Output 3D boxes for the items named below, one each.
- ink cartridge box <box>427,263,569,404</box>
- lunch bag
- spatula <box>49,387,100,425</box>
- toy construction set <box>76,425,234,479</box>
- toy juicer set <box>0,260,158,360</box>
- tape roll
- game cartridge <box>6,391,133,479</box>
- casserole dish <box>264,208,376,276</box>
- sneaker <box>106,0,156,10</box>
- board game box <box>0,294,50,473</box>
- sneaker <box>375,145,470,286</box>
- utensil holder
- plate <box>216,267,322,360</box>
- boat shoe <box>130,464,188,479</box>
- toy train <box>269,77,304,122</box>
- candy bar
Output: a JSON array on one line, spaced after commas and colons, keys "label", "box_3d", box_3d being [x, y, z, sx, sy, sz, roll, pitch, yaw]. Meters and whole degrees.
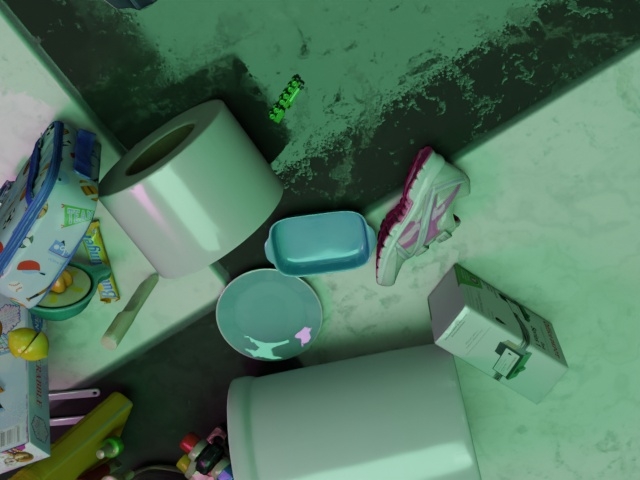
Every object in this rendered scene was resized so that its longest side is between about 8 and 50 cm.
[{"label": "ink cartridge box", "box_3d": [0.298, 0.158, 1.853, 0.219, 0.160, 0.092, 31, 112, -14]}, {"label": "lunch bag", "box_3d": [-0.427, -0.053, 1.695, 0.115, 0.303, 0.243, 27, 108, -22]}, {"label": "spatula", "box_3d": [-0.522, 0.343, 2.052, 0.242, 0.019, 0.168, -5, 116, 0]}, {"label": "toy construction set", "box_3d": [-0.249, 0.432, 1.979, 0.309, 0.237, 0.257, 14, 101, 15]}, {"label": "toy juicer set", "box_3d": [-0.432, 0.103, 1.787, 0.329, 0.209, 0.089, 0, 126, -7]}, {"label": "tape roll", "box_3d": [-0.202, -0.080, 1.702, 0.246, 0.246, 0.169, -30, 111, 16]}, {"label": "game cartridge", "box_3d": [-0.474, 0.444, 1.920, 0.053, 0.324, 0.285, 33, 121, 13]}, {"label": "casserole dish", "box_3d": [0.000, 0.000, 1.852, 0.189, 0.037, 0.114, -8, 116, 5]}, {"label": "sneaker", "box_3d": [-0.293, -0.448, 1.609, 0.163, 0.086, 0.226, -25, 114, 11]}, {"label": "board game box", "box_3d": [-0.611, 0.263, 1.852, 0.319, 0.318, 0.066, -20, 143, 12]}, {"label": "sneaker", "box_3d": [0.167, -0.023, 1.798, 0.111, 0.103, 0.252, 22, 116, -7]}, {"label": "utensil holder", "box_3d": [0.067, 0.355, 1.871, 0.386, 0.327, 0.327, -14, 115, 6]}, {"label": "plate", "box_3d": [-0.089, 0.128, 1.925, 0.188, 0.024, 0.188, 0, 116, 1]}, {"label": "boat shoe", "box_3d": [-0.219, 0.551, 2.081, 0.355, 0.130, 0.132, 32, 113, -14]}, {"label": "toy train", "box_3d": [-0.054, -0.224, 1.753, 0.024, 0.017, 0.083, 27, 114, -22]}, {"label": "candy bar", "box_3d": [-0.382, 0.038, 1.893, 0.040, 0.018, 0.161, -8, 115, 6]}]
